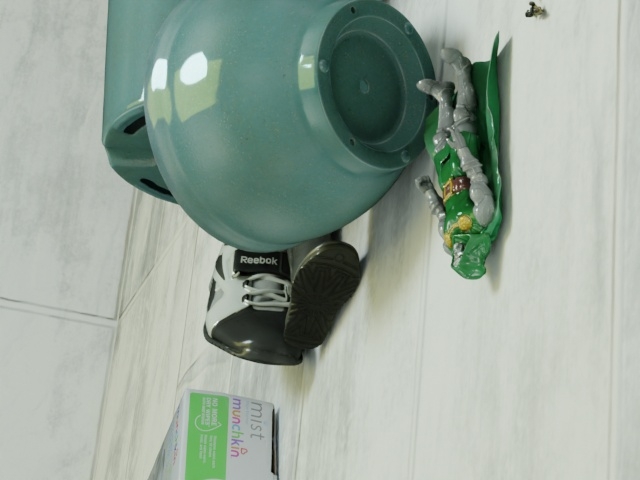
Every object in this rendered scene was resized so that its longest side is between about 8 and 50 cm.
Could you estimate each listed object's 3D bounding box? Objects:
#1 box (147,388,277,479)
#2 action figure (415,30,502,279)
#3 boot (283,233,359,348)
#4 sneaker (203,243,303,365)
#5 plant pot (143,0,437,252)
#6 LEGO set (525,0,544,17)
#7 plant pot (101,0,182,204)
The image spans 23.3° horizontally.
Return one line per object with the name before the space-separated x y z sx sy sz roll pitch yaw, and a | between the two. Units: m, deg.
box | -0.142 0.361 1.937 0.231 0.126 0.262 115 161 -48
action figure | 0.126 -0.064 1.390 0.137 0.063 0.232 124 151 -48
boot | -0.002 -0.001 1.820 0.190 0.076 0.208 120 163 -45
sneaker | -0.079 0.045 1.945 0.330 0.122 0.146 -116 38 -66
plant pot | -0.007 -0.143 1.589 0.196 0.293 0.293 -10 67 46
LEGO set | 0.193 -0.235 1.350 0.054 0.023 0.083 -110 21 -67
plant pot | -0.120 -0.238 1.871 0.341 0.341 0.334 126 153 -57
